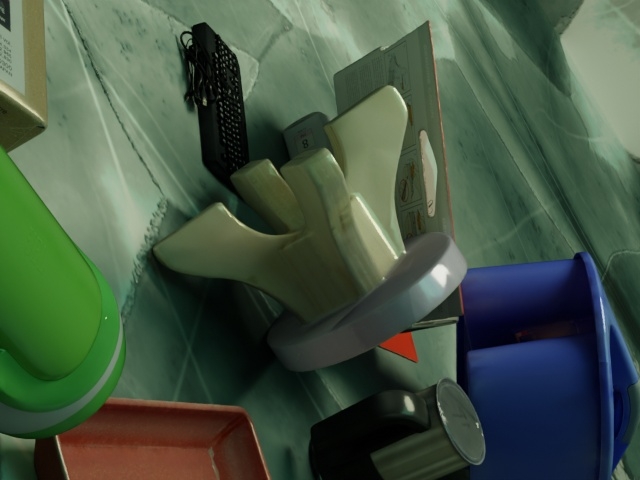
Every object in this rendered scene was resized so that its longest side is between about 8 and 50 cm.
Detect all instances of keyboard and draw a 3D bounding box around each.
[{"bbox_3d":[-0.091,-0.137,1.512,0.100,0.038,0.192,39,32,-44],"label":"keyboard"}]

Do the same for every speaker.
[{"bbox_3d":[-0.215,0.004,0.898,0.296,0.131,0.131,64,14,-54],"label":"speaker"}]

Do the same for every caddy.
[{"bbox_3d":[0.228,0.170,1.538,0.241,0.179,0.341,-91,177,-46],"label":"caddy"}]

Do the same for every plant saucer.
[{"bbox_3d":[-0.096,0.240,1.088,0.259,0.047,0.259,16,51,-61],"label":"plant saucer"}]

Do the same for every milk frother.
[{"bbox_3d":[0.067,0.208,1.353,0.129,0.134,0.143,15,53,-60],"label":"milk frother"}]

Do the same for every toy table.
[{"bbox_3d":[0.000,0.000,1.334,0.252,0.274,0.161,-38,100,-25],"label":"toy table"}]

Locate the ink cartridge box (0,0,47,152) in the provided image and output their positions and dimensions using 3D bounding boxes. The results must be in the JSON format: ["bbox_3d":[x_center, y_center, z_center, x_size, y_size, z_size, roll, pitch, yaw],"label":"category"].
[{"bbox_3d":[-0.296,-0.184,1.065,0.234,0.088,0.193,36,36,-46],"label":"ink cartridge box"}]

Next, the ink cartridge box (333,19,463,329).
[{"bbox_3d":[0.092,-0.053,1.491,0.060,0.239,0.275,-4,84,-22],"label":"ink cartridge box"}]

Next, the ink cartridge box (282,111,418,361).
[{"bbox_3d":[0.053,-0.004,1.655,0.189,0.066,0.232,27,38,-54],"label":"ink cartridge box"}]
